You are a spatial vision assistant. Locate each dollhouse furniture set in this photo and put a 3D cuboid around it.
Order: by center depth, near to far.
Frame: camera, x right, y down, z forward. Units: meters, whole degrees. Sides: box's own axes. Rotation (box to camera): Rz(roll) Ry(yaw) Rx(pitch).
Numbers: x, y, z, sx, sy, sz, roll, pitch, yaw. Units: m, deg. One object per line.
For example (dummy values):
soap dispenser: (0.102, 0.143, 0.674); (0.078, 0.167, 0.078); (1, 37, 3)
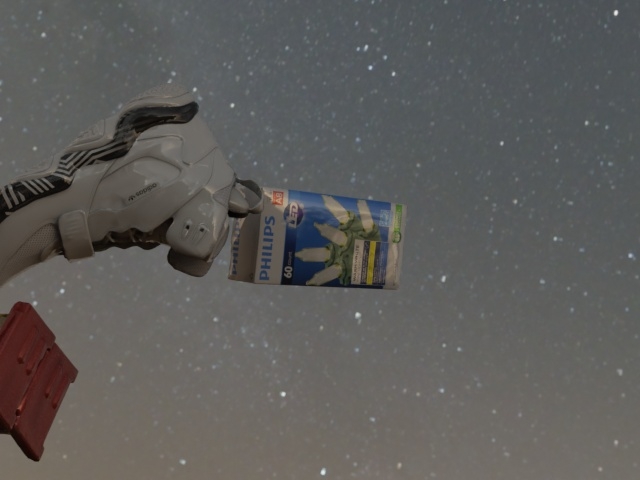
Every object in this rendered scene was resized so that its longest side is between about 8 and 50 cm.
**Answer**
dollhouse furniture set: (-0.421, 0.233, 0.753); (0.202, 0.374, 0.152); (6, -40, 13)

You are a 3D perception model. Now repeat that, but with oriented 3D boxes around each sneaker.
sneaker: (-0.247, -0.016, 0.944); (0.210, 0.366, 0.137); (47, -17, 5)

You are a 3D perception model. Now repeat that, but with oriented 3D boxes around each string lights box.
string lights box: (0.000, 0.000, 1.121); (0.260, 0.133, 0.077); (4, 1, -37)
